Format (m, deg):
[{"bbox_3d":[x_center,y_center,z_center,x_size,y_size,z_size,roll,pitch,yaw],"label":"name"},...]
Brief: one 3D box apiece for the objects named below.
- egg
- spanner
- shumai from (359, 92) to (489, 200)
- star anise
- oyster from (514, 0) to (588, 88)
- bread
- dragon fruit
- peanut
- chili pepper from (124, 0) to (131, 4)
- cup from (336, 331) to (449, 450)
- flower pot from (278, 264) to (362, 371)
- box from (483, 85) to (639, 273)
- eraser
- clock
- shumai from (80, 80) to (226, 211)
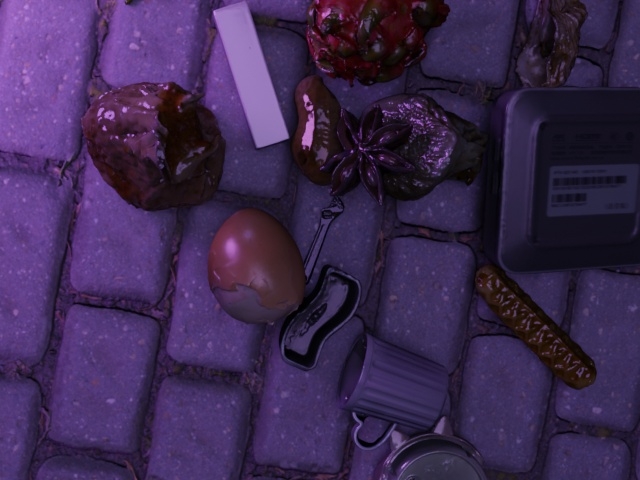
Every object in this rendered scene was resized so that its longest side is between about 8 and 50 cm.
[{"bbox_3d":[-0.134,0.054,1.688,0.201,0.201,0.245,-7,81,-6],"label":"egg"},{"bbox_3d":[0.000,0.000,1.792,0.046,0.012,0.209,22,90,-7],"label":"spanner"},{"bbox_3d":[0.212,-0.187,1.752,0.260,0.222,0.225,18,91,29],"label":"shumai"},{"bbox_3d":[0.105,-0.170,1.639,0.196,0.073,0.212,17,80,24],"label":"star anise"},{"bbox_3d":[0.506,-0.444,1.770,0.110,0.166,0.342,14,82,-9],"label":"oyster"},{"bbox_3d":[0.478,0.194,1.818,0.367,0.084,0.077,45,127,-7],"label":"bread"},{"bbox_3d":[0.114,-0.446,1.682,0.302,0.231,0.237,-18,82,-16],"label":"dragon fruit"},{"bbox_3d":[-0.009,-0.234,1.736,0.110,0.120,0.237,-7,87,-38],"label":"peanut"},{"bbox_3d":[-0.376,-0.518,1.729,0.083,0.017,0.030,-22,95,-2],"label":"chili pepper"},{"bbox_3d":[0.145,0.329,1.756,0.202,0.167,0.221,20,112,-9],"label":"cup"},{"bbox_3d":[-0.004,0.163,1.751,0.103,0.108,0.229,36,89,-6],"label":"flower pot"},{"bbox_3d":[0.549,-0.133,1.748,0.395,0.111,0.397,-4,104,-15],"label":"box"},{"bbox_3d":[-0.146,-0.344,1.730,0.076,0.078,0.298,-17,94,-5],"label":"eraser"},{"bbox_3d":[0.248,0.556,1.792,0.265,0.108,0.324,-14,93,-5],"label":"clock"},{"bbox_3d":[-0.341,-0.196,1.626,0.314,0.262,0.267,26,89,-5],"label":"shumai"}]
